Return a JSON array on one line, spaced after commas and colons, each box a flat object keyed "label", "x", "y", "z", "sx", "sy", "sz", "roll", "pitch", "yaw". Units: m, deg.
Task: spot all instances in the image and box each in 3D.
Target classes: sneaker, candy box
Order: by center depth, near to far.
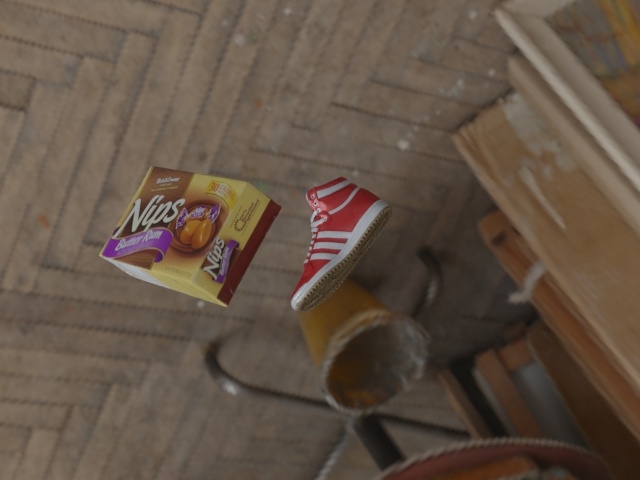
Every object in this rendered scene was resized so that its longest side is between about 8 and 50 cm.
[{"label": "sneaker", "x": 0.000, "y": 0.000, "z": 1.154, "sx": 0.118, "sy": 0.067, "sz": 0.042, "roll": -50, "pitch": 160, "yaw": -6}, {"label": "candy box", "x": -0.128, "y": -0.008, "z": 1.311, "sx": 0.053, "sy": 0.186, "sz": 0.109, "roll": 37, "pitch": 76, "yaw": -35}]
